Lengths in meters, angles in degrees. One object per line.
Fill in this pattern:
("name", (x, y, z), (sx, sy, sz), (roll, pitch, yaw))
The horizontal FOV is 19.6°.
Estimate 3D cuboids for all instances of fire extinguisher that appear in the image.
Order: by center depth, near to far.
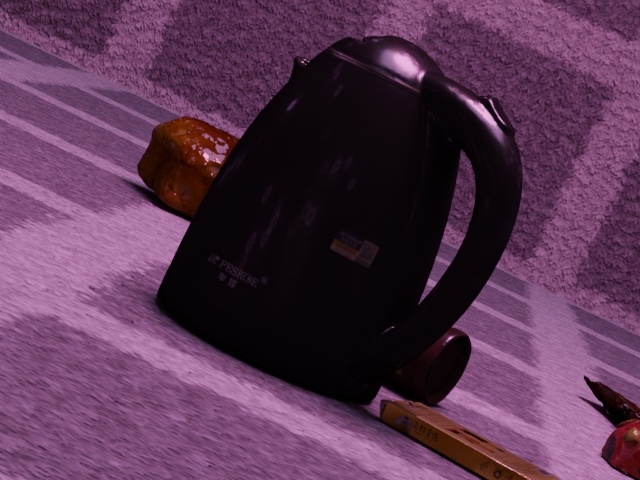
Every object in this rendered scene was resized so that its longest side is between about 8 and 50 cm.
("fire extinguisher", (0.019, 0.080, 1.757), (0.252, 0.106, 0.075), (27, 44, 28))

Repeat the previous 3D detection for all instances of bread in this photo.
("bread", (-0.040, -0.038, 2.314), (0.380, 0.109, 0.185), (24, 5, -27))

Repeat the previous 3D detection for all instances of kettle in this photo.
("kettle", (0.037, -0.022, 1.551), (0.268, 0.290, 0.207), (30, 6, 33))

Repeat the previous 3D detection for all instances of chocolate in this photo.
("chocolate", (0.368, 0.209, 2.217), (0.086, 0.028, 0.182), (31, 4, -18))

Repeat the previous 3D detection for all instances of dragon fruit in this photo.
("dragon fruit", (0.320, 0.205, 1.862), (0.056, 0.060, 0.083), (28, 7, -10))

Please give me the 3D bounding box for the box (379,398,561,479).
("box", (0.120, 0.169, 1.508), (0.149, 0.020, 0.073), (28, 7, 25))
